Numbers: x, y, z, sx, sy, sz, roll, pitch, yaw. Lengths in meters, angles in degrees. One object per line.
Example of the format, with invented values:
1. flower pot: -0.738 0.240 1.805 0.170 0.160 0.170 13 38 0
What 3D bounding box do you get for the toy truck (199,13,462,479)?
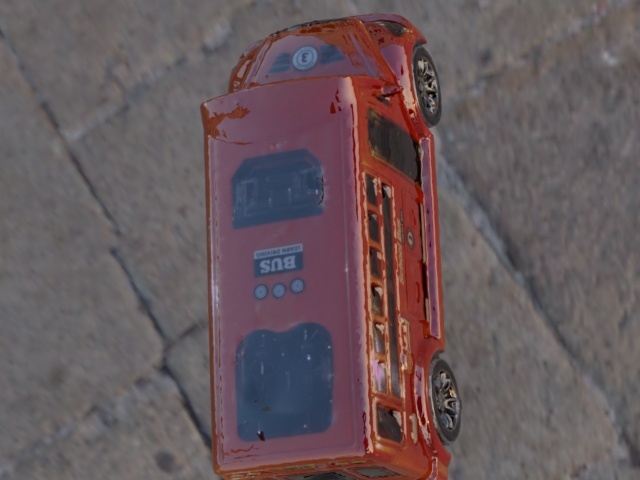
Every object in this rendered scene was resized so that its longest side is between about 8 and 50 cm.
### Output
1. toy truck: 0.000 0.000 0.985 0.107 0.114 0.253 -10 72 22
